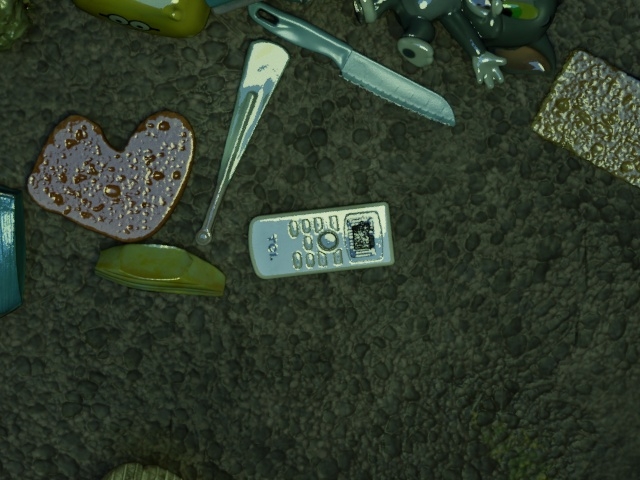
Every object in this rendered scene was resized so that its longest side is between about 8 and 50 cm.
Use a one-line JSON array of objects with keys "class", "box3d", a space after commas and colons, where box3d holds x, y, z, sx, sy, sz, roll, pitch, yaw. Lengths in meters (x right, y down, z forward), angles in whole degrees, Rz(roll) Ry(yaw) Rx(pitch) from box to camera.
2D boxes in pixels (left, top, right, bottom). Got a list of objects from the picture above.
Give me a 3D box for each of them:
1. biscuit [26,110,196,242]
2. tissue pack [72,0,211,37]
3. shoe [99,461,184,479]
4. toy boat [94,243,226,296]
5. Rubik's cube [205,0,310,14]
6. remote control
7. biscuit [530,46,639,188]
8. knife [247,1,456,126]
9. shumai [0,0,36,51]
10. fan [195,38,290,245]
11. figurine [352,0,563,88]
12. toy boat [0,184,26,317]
[{"class": "biscuit", "box3d": [-0.267, -0.100, 1.673, 0.192, 0.036, 0.186, 23, 95, -3]}, {"class": "tissue pack", "box3d": [-0.220, -0.323, 1.595, 0.178, 0.127, 0.123, 16, 96, -3]}, {"class": "shoe", "box3d": [-0.192, 0.424, 1.697, 0.351, 0.172, 0.198, 40, 134, -23]}, {"class": "toy boat", "box3d": [-0.209, 0.040, 1.681, 0.172, 0.066, 0.065, 9, 64, -2]}, {"class": "Rubik's cube", "box3d": [-0.023, -0.454, 1.468, 0.358, 0.368, 0.387, -6, 124, 42]}, {"class": "remote control", "box3d": [0.000, 0.000, 1.689, 0.190, 0.029, 0.087, -5, 98, 2]}, {"class": "biscuit", "box3d": [0.399, -0.146, 1.666, 0.231, 0.025, 0.131, 28, 99, -4]}, {"class": "knife", "box3d": [0.041, -0.228, 1.662, 0.313, 0.019, 0.044, 27, 105, -4]}, {"class": "shumai", "box3d": [-0.500, -0.300, 1.570, 0.256, 0.189, 0.218, 45, 95, 0]}, {"class": "fan", "box3d": [-0.105, -0.124, 1.675, 0.057, 0.023, 0.282, 17, 98, -11]}, {"class": "figurine", "box3d": [0.179, -0.278, 1.594, 0.265, 0.140, 0.193, -9, 92, 8]}, {"class": "toy boat", "box3d": [-0.428, 0.017, 1.671, 0.077, 0.075, 0.185, 0, 102, -2]}]
